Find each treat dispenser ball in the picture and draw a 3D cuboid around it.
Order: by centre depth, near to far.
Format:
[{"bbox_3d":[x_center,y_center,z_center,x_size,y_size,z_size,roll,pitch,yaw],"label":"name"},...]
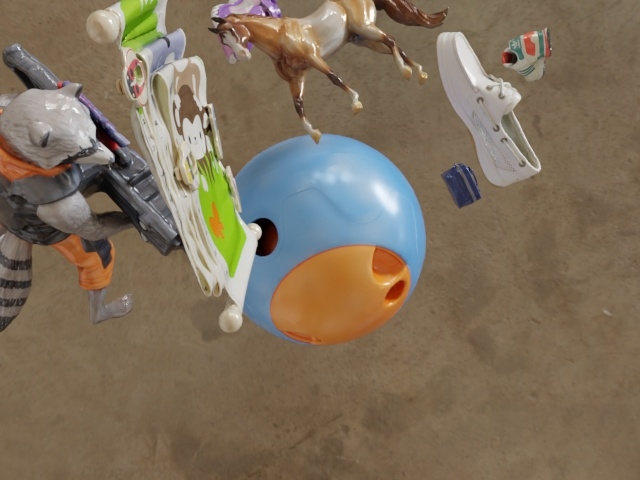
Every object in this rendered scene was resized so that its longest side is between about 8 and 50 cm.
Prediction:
[{"bbox_3d":[0.000,0.000,0.852,0.288,0.288,0.288,-2,100,-12],"label":"treat dispenser ball"}]

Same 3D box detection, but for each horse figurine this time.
[{"bbox_3d":[0.023,-0.232,0.736,0.263,0.066,0.174,-33,79,-21],"label":"horse figurine"}]

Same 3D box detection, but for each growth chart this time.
[{"bbox_3d":[-0.084,-0.058,0.423,0.021,0.172,0.237,-11,125,7],"label":"growth chart"}]

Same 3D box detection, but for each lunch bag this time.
[{"bbox_3d":[0.318,-0.129,1.393,0.065,0.067,0.098,-27,104,8],"label":"lunch bag"}]

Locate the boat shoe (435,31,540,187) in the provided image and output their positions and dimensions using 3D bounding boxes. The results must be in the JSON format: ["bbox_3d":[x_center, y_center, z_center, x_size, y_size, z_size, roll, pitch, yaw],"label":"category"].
[{"bbox_3d":[0.280,-0.221,1.006,0.277,0.096,0.098,59,44,-17],"label":"boat shoe"}]

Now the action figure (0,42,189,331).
[{"bbox_3d":[-0.256,-0.013,0.640,0.341,0.330,0.178,40,52,11],"label":"action figure"}]

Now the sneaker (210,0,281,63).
[{"bbox_3d":[-0.125,-0.394,1.117,0.104,0.236,0.095,-11,120,12],"label":"sneaker"}]

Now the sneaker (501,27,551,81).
[{"bbox_3d":[0.352,-0.318,1.076,0.075,0.161,0.057,-5,85,11],"label":"sneaker"}]
